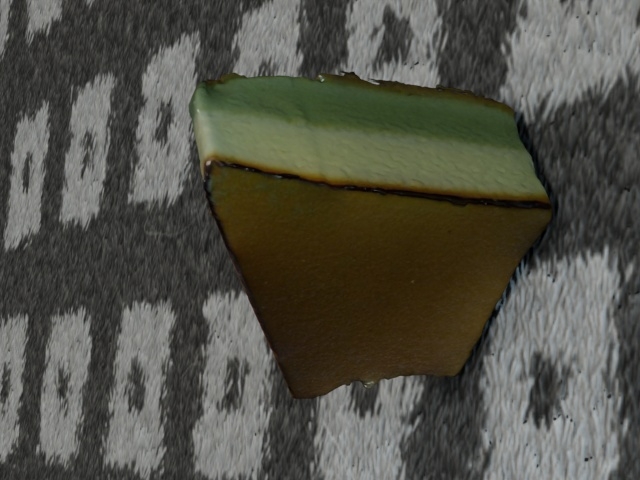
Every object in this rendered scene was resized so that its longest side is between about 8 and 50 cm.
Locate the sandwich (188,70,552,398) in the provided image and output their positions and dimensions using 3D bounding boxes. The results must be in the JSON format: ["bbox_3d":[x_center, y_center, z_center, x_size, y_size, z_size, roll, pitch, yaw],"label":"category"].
[{"bbox_3d":[0.000,0.000,1.151,0.108,0.220,0.186,-108,34,-43],"label":"sandwich"}]
